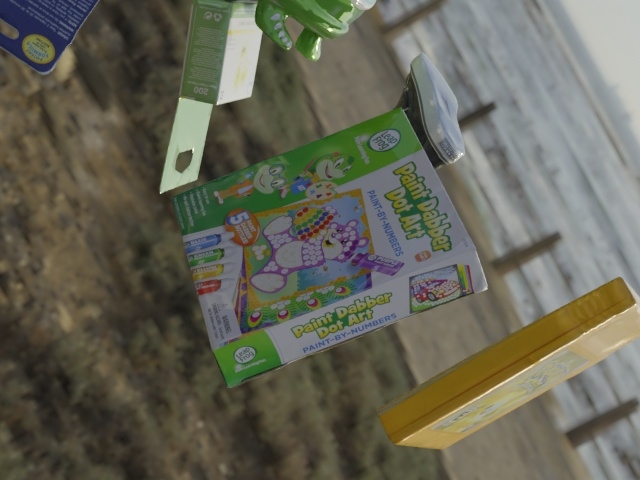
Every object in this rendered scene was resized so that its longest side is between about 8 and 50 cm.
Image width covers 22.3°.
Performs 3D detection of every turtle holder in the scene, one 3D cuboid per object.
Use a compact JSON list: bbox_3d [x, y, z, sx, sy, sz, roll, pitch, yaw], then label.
[{"bbox_3d":[-0.037,-0.379,1.897,0.320,0.227,0.243,33,15,-47],"label":"turtle holder"}]

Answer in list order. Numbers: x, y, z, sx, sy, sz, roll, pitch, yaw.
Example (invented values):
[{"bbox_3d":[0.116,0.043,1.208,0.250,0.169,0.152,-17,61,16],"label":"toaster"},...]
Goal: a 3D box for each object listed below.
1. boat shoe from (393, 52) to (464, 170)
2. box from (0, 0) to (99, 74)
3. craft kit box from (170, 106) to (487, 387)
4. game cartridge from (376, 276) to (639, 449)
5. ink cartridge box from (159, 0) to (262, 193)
[{"bbox_3d":[0.122,-0.149,1.958,0.080,0.076,0.228,48,19,-30],"label":"boat shoe"},{"bbox_3d":[-0.241,-0.277,1.461,0.136,0.225,0.036,34,4,-21],"label":"box"},{"bbox_3d":[0.000,0.000,1.495,0.250,0.246,0.061,-112,-176,-53],"label":"craft kit box"},{"bbox_3d":[0.246,0.155,1.953,0.053,0.323,0.285,64,11,15],"label":"game cartridge"},{"bbox_3d":[-0.127,-0.174,1.946,0.171,0.056,0.235,-34,134,-76],"label":"ink cartridge box"}]
